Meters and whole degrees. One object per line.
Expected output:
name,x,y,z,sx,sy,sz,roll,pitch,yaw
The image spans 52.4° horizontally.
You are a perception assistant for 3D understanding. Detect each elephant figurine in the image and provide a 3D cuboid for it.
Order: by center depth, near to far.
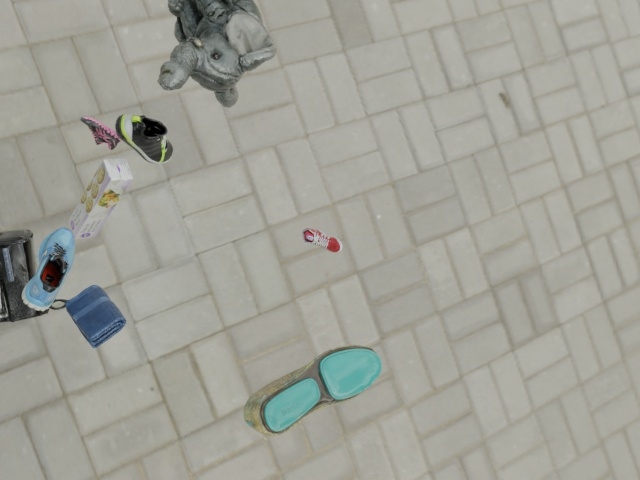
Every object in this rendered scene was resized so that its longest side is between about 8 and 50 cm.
elephant figurine,-0.159,-0.293,1.028,0.186,0.169,0.239,-9,62,-7

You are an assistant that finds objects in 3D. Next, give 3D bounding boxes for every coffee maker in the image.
coffee maker,-0.641,0.069,1.384,0.171,0.120,0.178,-16,113,-41

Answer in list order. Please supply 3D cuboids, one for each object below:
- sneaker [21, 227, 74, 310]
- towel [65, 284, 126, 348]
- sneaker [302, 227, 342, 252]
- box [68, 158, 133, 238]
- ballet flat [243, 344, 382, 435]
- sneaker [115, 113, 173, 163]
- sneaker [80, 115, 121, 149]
sneaker,-0.444,0.040,1.100,0.063,0.073,0.162,30,41,-31
towel,-0.360,0.119,1.040,0.067,0.119,0.029,-36,133,-19
sneaker,0.000,0.000,1.703,0.067,0.118,0.042,7,105,-45
box,-0.588,-0.105,1.725,0.063,0.324,0.067,-8,69,-41
ballet flat,-0.020,0.315,1.407,0.349,0.123,0.123,-20,91,-39
sneaker,-0.435,-0.263,1.696,0.097,0.235,0.084,-6,77,18
sneaker,-0.576,-0.278,1.690,0.119,0.047,0.057,34,90,-32
